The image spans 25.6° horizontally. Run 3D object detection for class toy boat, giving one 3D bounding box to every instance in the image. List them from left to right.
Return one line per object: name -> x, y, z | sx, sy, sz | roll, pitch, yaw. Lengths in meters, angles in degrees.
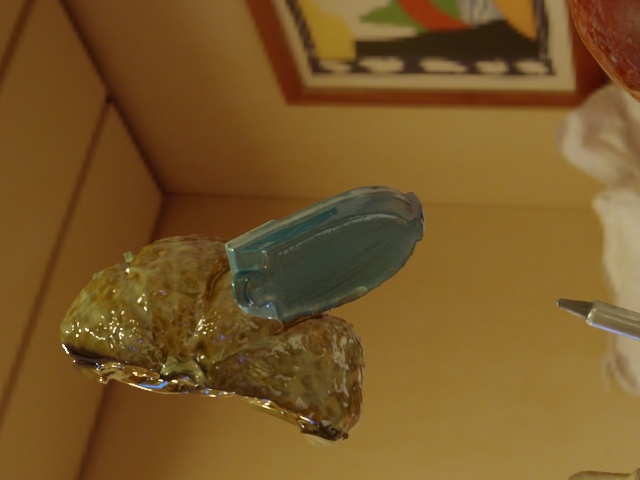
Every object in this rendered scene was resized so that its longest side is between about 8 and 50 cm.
toy boat -> 0.000, 0.000, 1.290 | 0.215, 0.102, 0.088 | -22, -62, -21

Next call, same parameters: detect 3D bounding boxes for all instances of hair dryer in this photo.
hair dryer -> 0.316, 0.101, 1.401 | 0.044, 0.183, 0.154 | -61, -25, -64

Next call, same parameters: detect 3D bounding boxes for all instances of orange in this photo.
orange -> -0.114, 0.107, 1.669 | 0.271, 0.369, 0.210 | 65, -142, -71

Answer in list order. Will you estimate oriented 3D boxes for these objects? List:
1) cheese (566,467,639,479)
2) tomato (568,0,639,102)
cheese -> 0.376, 0.402, 1.626 | 0.384, 0.104, 0.383 | 10, -102, -52
tomato -> 0.266, -0.257, 0.998 | 0.338, 0.144, 0.338 | -60, -11, -19
